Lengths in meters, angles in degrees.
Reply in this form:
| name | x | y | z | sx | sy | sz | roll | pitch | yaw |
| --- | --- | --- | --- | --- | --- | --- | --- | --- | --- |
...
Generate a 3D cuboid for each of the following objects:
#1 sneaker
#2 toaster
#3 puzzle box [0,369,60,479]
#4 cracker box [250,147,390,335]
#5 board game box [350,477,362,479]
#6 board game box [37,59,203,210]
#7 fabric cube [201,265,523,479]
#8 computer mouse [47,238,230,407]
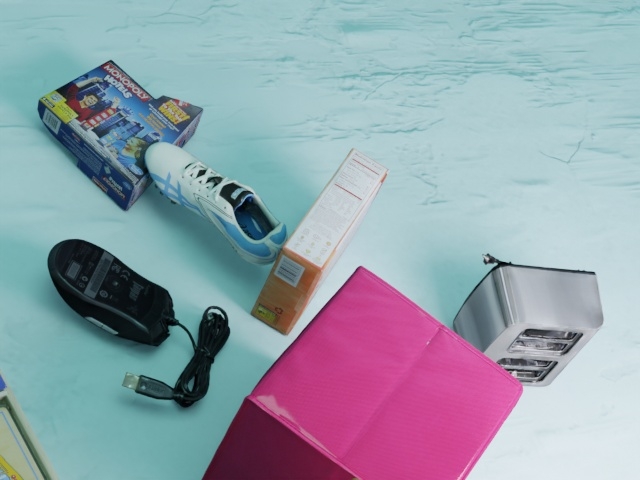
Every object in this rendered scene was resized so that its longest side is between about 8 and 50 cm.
| name | x | y | z | sx | sy | sz | roll | pitch | yaw |
| --- | --- | --- | --- | --- | --- | --- | --- | --- | --- |
| sneaker | -0.139 | -0.063 | 1.917 | 0.237 | 0.086 | 0.085 | 39 | 46 | 9 |
| toaster | 0.283 | 0.114 | 1.959 | 0.186 | 0.168 | 0.110 | 6 | 52 | -20 |
| puzzle box | -0.422 | 0.309 | 1.573 | 0.272 | 0.052 | 0.409 | -18 | 62 | -34 |
| cracker box | 0.000 | 0.000 | 1.937 | 0.067 | 0.155 | 0.232 | 32 | 47 | 4 |
| board game box | 0.087 | 0.501 | 1.378 | 0.356 | 0.356 | 0.356 | 25 | 64 | -3 |
| board game box | -0.272 | -0.163 | 2.014 | 0.194 | 0.060 | 0.194 | 42 | 48 | 13 |
| fabric cube | 0.045 | 0.243 | 1.693 | 0.259 | 0.254 | 0.258 | 36 | 48 | 6 |
| computer mouse | -0.250 | 0.118 | 1.802 | 0.262 | 0.060 | 0.184 | 28 | 42 | -16 |
